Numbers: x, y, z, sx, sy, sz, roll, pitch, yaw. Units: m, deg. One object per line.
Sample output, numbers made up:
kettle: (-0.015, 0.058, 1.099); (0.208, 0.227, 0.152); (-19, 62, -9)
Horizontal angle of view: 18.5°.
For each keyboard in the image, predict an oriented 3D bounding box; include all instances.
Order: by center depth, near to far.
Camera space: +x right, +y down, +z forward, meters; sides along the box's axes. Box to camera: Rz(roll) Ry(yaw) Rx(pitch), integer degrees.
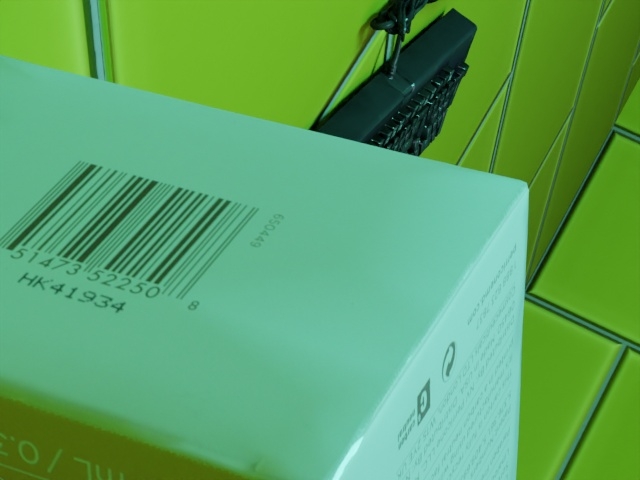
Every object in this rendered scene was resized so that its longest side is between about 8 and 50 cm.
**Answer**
keyboard: (0.049, -0.090, 1.310); (0.317, 0.033, 0.201); (-48, 156, -59)

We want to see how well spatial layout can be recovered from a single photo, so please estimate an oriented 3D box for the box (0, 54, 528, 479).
box: (-0.057, 0.137, 0.714); (0.168, 0.215, 0.345); (-52, 149, -47)
